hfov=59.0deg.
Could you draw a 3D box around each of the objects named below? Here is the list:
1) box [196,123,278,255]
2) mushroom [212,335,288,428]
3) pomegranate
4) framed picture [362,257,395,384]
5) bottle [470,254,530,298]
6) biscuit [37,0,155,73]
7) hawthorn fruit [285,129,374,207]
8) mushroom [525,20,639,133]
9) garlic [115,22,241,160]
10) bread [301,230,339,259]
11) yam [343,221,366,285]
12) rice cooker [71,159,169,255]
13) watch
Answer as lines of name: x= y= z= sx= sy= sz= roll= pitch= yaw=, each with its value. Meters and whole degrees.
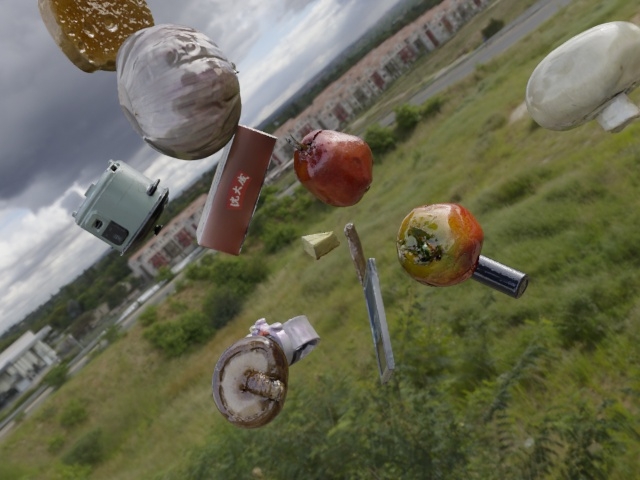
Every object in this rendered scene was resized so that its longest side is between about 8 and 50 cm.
box: x=-0.263 y=-0.152 z=1.702 sx=0.385 sy=0.122 sz=0.345 roll=-156 pitch=84 yaw=-76
mushroom: x=-0.215 y=0.458 z=1.837 sx=0.278 sy=0.163 sz=0.297 roll=10 pitch=83 yaw=28
pomegranate: x=0.276 y=0.009 z=1.334 sx=0.210 sy=0.210 sz=0.235 roll=-34 pitch=-17 yaw=29
framed picture: x=0.135 y=0.191 z=1.314 sx=0.023 sy=0.260 sz=0.189 roll=-8 pitch=-23 yaw=-3
bottle: x=0.427 y=0.077 z=1.508 sx=0.244 sy=0.072 sz=0.082 roll=28 pitch=53 yaw=37
biscuit: x=-0.551 y=-0.559 z=1.393 sx=0.057 sy=0.287 sz=0.344 roll=-16 pitch=20 yaw=29
hawthorn fruit: x=0.014 y=-0.217 z=1.579 sx=0.211 sy=0.299 sz=0.211 roll=-29 pitch=51 yaw=44
mushroom: x=0.531 y=-0.299 z=1.094 sx=0.246 sy=0.202 sz=0.246 roll=-35 pitch=-13 yaw=-9
garlic: x=-0.296 y=-0.315 z=1.236 sx=0.259 sy=0.317 sz=0.317 roll=-36 pitch=10 yaw=-18
bread: x=0.000 y=0.000 z=1.975 sx=0.109 sy=0.084 sz=0.080 roll=-34 pitch=47 yaw=-15
yam: x=0.134 y=0.050 z=2.077 sx=0.056 sy=0.241 sz=0.057 roll=-16 pitch=12 yaw=4
rice cooker: x=-0.563 y=-0.088 z=1.638 sx=0.280 sy=0.227 sz=0.241 roll=-46 pitch=20 yaw=27
watch: x=-0.140 y=0.370 z=2.046 sx=0.231 sy=0.196 sz=0.244 roll=-11 pitch=-32 yaw=-52
